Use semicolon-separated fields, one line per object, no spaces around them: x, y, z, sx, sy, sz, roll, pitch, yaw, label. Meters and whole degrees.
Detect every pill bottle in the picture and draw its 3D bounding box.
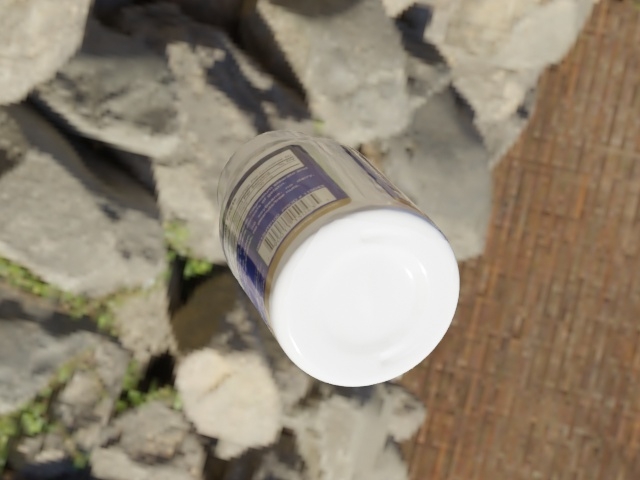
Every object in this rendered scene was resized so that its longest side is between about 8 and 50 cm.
0.000;0.000;0.920;0.187;0.112;0.112;-129;-136;-62;pill bottle
